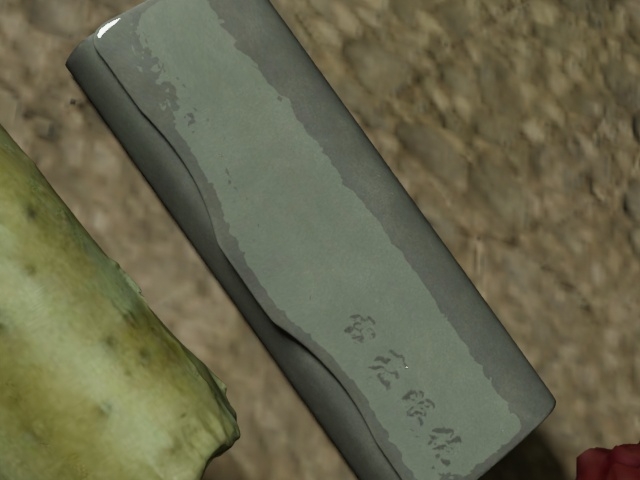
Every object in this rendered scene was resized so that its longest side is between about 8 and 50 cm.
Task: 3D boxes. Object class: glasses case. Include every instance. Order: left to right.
[{"bbox_3d":[-0.001,-0.001,0.632,0.072,0.042,0.190,-34,87,-28],"label":"glasses case"}]

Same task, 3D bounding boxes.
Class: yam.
[{"bbox_3d":[-0.165,-0.064,0.543,0.083,0.083,0.371,-38,89,-35],"label":"yam"}]

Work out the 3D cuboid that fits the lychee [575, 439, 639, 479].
[{"bbox_3d":[0.151,0.149,0.538,0.271,0.271,0.271,12,63,-24],"label":"lychee"}]
